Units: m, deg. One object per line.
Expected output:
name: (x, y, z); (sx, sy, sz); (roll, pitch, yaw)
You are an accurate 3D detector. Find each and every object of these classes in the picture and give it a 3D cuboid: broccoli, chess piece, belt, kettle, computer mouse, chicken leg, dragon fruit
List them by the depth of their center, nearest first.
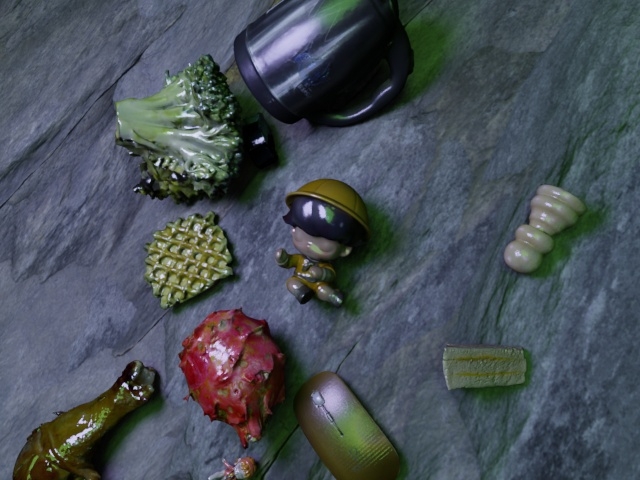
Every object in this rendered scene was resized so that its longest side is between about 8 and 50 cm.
chess piece: (0.419, -0.015, 0.855); (0.094, 0.094, 0.170); (36, 94, 20)
computer mouse: (0.046, 0.372, 0.859); (0.126, 0.056, 0.245); (-40, 68, 1)
dragon fruit: (-0.161, 0.262, 0.871); (0.205, 0.210, 0.268); (-47, 60, 42)
chicken leg: (-0.505, 0.432, 0.942); (0.361, 0.140, 0.211); (-34, 61, 7)
kettle: (0.035, -0.396, 0.947); (0.324, 0.321, 0.228); (-25, 33, 28)
broccoli: (-0.312, -0.248, 1.018); (0.272, 0.324, 0.334); (3, 96, -11)
belt: (-0.146, -0.237, 1.049); (0.058, 0.105, 0.140); (-19, 61, 10)

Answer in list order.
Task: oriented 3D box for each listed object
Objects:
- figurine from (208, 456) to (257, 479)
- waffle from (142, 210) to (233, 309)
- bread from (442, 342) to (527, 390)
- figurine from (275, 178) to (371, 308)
figurine: (-0.178, 0.470, 0.896); (0.109, 0.047, 0.064); (-29, 77, 15)
waffle: (-0.319, 0.040, 1.045); (0.223, 0.054, 0.204); (-28, 70, 4)
bread: (0.301, 0.228, 0.803); (0.152, 0.105, 0.077); (-3, 81, 15)
figurine: (0.001, -0.001, 0.918); (0.192, 0.167, 0.256); (18, 103, 6)
